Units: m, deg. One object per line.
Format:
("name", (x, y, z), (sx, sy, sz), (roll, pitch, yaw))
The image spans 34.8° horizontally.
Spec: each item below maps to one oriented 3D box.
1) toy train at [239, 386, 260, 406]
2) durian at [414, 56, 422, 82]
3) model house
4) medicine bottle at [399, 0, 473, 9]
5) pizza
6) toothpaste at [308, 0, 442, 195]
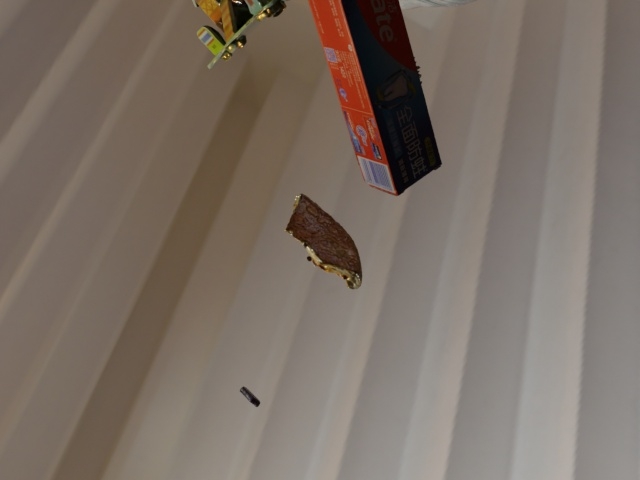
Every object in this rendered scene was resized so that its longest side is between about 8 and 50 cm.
("toy train", (-0.158, 0.350, 2.286), (0.017, 0.017, 0.083), (-53, 30, -4))
("durian", (0.131, -0.285, 1.820), (0.220, 0.096, 0.137), (-124, 25, -45))
("model house", (-0.169, -0.527, 1.816), (0.242, 0.313, 0.358), (-49, 12, -23))
("medicine bottle", (0.212, -0.519, 1.725), (0.306, 0.245, 0.245), (1, 64, 63))
("pizza", (0.006, 0.001, 2.227), (0.134, 0.271, 0.056), (-24, -28, -40))
("toothpaste", (0.053, -0.204, 1.121), (0.076, 0.320, 0.066), (-36, 36, -24))
